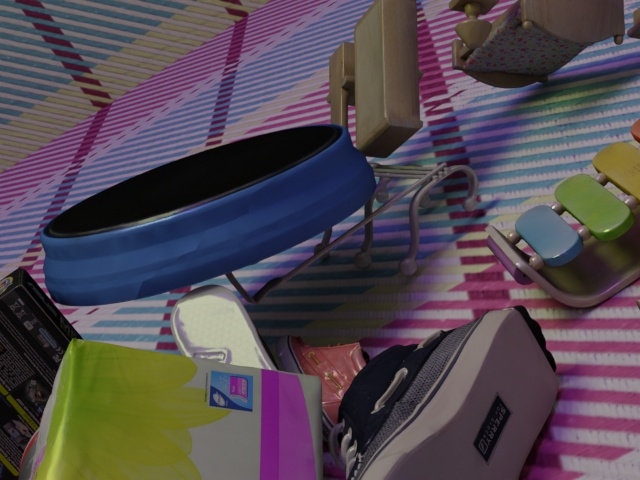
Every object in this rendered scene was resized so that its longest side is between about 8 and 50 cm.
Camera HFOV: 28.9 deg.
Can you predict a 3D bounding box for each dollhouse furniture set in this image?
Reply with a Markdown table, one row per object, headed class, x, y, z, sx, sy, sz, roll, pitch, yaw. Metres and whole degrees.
| class | x | y | z | sx | sy | sz | roll | pitch | yaw |
| --- | --- | --- | --- | --- | --- | --- | --- | --- | --- |
| dollhouse furniture set | 0.220 | -0.184 | 1.574 | 0.303 | 0.355 | 0.174 | 144 | 129 | -67 |

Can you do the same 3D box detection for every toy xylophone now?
| class | x | y | z | sx | sy | sz | roll | pitch | yaw |
| --- | --- | --- | --- | --- | --- | --- | --- | --- | --- |
| toy xylophone | 0.319 | -0.041 | 1.140 | 0.322 | 0.081 | 0.236 | -37 | 21 | -4 |

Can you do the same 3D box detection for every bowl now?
| class | x | y | z | sx | sy | sz | roll | pitch | yaw |
| --- | --- | --- | --- | --- | --- | --- | --- | --- | --- |
| bowl | -0.132 | -0.039 | 1.405 | 0.391 | 0.077 | 0.391 | -17 | 14 | 4 |

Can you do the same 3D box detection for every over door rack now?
| class | x | y | z | sx | sy | sz | roll | pitch | yaw |
| --- | --- | --- | --- | --- | --- | --- | --- | --- | --- |
| over door rack | 0.000 | 0.000 | 1.469 | 0.324 | 0.108 | 0.239 | -24 | 14 | -23 |

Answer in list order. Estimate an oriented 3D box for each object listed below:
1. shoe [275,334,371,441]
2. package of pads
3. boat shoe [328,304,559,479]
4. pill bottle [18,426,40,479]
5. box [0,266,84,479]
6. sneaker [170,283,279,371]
| class | x | y | z | sx | sy | sz | roll | pitch | yaw |
| --- | --- | --- | --- | --- | --- | --- | --- | --- | --- |
| shoe | 0.012 | 0.132 | 1.266 | 0.081 | 0.063 | 0.178 | -34 | 26 | 0 |
| package of pads | -0.115 | 0.216 | 0.958 | 0.297 | 0.229 | 0.101 | -93 | 16 | -50 |
| boat shoe | 0.064 | 0.187 | 0.995 | 0.158 | 0.127 | 0.340 | -20 | 16 | 40 |
| pill bottle | -0.195 | 0.274 | 1.121 | 0.161 | 0.161 | 0.283 | -35 | 22 | 2 |
| box | -0.329 | 0.196 | 1.350 | 0.216 | 0.270 | 0.060 | -35 | 21 | 1 |
| sneaker | -0.055 | 0.190 | 1.202 | 0.104 | 0.147 | 0.296 | -25 | 52 | 0 |
